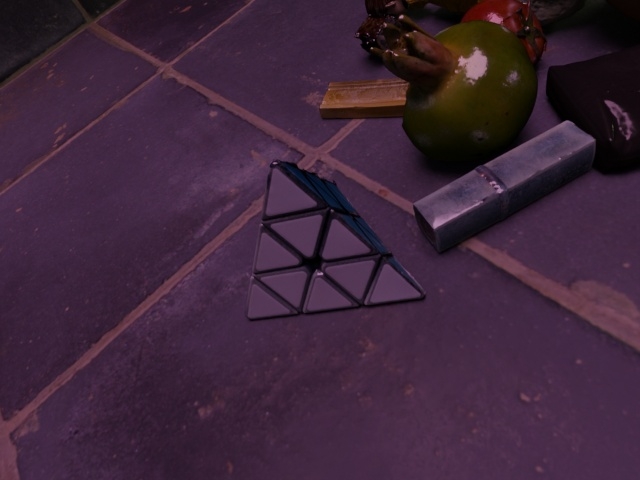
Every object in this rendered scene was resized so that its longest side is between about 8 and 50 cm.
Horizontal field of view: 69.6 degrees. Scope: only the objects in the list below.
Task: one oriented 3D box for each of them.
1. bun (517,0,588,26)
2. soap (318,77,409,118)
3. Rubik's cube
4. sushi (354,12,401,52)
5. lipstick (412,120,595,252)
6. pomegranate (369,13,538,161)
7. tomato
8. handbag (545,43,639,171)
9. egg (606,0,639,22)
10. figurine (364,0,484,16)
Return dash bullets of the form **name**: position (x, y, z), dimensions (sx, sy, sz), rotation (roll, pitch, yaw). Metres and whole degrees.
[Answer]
- **bun**: position (0.467, -0.533, 0.982), dimensions (0.221, 0.108, 0.221), rotation (-6, 50, 8)
- **soap**: position (0.121, -0.313, 1.010), dimensions (0.252, 0.037, 0.092), rotation (7, 59, 27)
- **Rubik's cube**: position (-0.001, -0.002, 0.757), dimensions (0.228, 0.233, 0.228), rotation (-8, -3, -27)
- **sushi**: position (0.140, -0.483, 1.096), dimensions (0.098, 0.094, 0.084), rotation (-51, 46, 3)
- **lipstick**: position (0.294, -0.087, 0.737), dimensions (0.289, 0.077, 0.076), rotation (-28, 48, 0)
- **pomegranate**: position (0.219, -0.262, 0.763), dimensions (0.236, 0.301, 0.236), rotation (-18, 63, 39)
- **tomato**: position (0.344, -0.389, 0.903), dimensions (0.167, 0.167, 0.167), rotation (-12, 51, 15)
- **handbag**: position (0.521, -0.238, 0.750), dimensions (0.223, 0.080, 0.247), rotation (-17, 51, 11)
- **egg**: position (0.613, -0.519, 0.753), dimensions (0.301, 0.301, 0.374), rotation (-41, 71, -10)
- **figurine**: position (0.252, -0.608, 1.126), dimensions (0.315, 0.168, 0.187), rotation (6, 68, 38)
